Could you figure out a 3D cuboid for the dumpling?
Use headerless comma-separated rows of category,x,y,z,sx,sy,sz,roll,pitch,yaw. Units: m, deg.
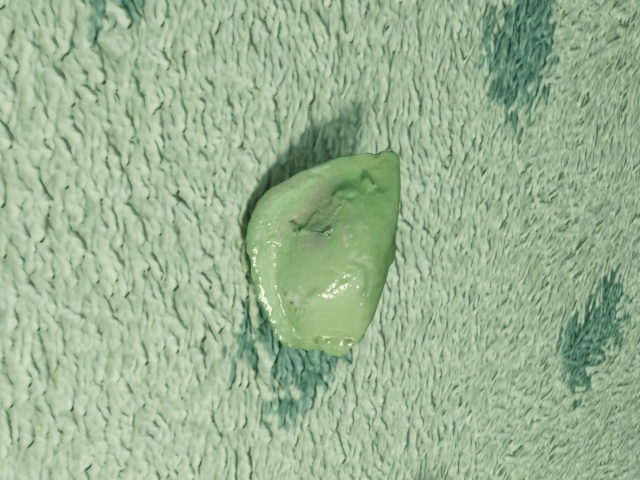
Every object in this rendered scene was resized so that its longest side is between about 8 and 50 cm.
dumpling,0.011,0.004,1.427,0.149,0.105,0.217,25,85,-59
